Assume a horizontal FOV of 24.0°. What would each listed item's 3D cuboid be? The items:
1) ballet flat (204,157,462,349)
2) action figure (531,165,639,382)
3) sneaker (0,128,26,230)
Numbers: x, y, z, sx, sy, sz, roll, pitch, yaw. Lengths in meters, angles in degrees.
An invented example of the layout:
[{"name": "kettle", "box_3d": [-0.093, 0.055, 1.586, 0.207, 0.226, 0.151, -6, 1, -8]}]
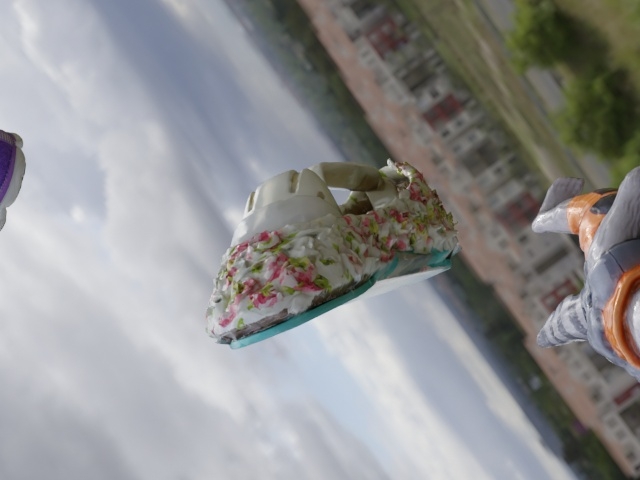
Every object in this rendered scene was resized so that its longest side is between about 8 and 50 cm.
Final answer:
[{"name": "ballet flat", "box_3d": [0.000, 0.000, 0.766, 0.241, 0.091, 0.077, -15, -96, -68]}, {"name": "action figure", "box_3d": [0.272, 0.080, 1.153, 0.341, 0.178, 0.330, 61, -176, 0]}, {"name": "sneaker", "box_3d": [-0.222, -0.014, 0.726, 0.071, 0.169, 0.068, 60, -169, -47]}]
